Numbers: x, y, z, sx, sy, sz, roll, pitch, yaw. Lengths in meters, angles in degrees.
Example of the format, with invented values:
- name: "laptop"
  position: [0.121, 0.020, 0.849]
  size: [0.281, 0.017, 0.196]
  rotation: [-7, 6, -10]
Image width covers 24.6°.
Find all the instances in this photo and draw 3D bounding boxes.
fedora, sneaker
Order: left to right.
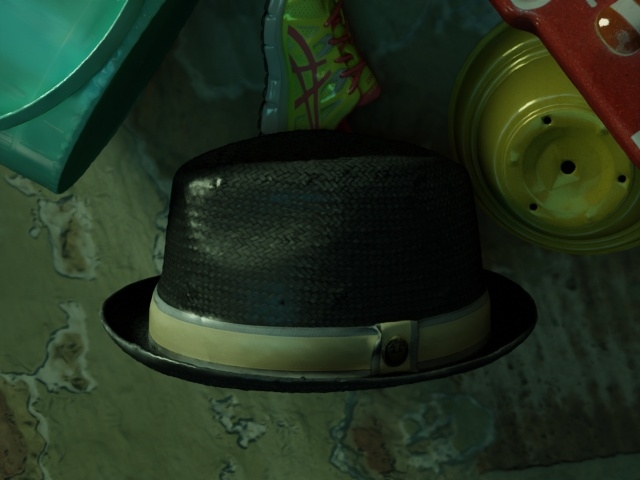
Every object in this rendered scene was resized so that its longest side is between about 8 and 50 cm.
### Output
- name: "fedora"
  position: [0.000, 0.000, 1.109]
  size: [0.334, 0.334, 0.152]
  rotation: [5, 105, 15]
- name: "sneaker"
  position: [0.005, -0.145, 1.168]
  size: [0.094, 0.081, 0.208]
  rotation: [12, 128, 12]

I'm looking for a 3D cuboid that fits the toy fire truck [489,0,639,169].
- name: "toy fire truck"
  position: [0.287, -0.192, 0.997]
  size: [0.302, 0.169, 0.254]
  rotation: [-37, 80, 6]

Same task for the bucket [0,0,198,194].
- name: "bucket"
  position: [-0.210, -0.182, 1.115]
  size: [0.183, 0.281, 0.281]
  rotation: [32, 119, -3]

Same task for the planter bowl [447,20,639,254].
- name: "planter bowl"
  position: [0.196, -0.070, 1.132]
  size: [0.217, 0.090, 0.217]
  rotation: [7, 116, 15]
